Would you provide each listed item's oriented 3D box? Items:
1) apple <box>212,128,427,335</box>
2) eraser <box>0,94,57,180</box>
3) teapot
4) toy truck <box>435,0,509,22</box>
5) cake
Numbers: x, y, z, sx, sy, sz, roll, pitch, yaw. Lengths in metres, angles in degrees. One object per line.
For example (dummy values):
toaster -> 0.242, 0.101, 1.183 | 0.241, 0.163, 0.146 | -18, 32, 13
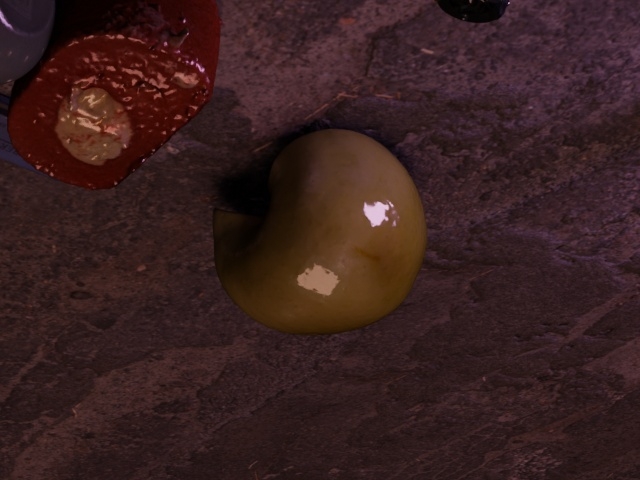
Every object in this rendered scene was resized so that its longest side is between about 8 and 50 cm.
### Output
apple -> 0.004, 0.015, 1.650 | 0.258, 0.233, 0.295 | 24, 140, -34
eraser -> -0.380, -0.134, 1.523 | 0.082, 0.036, 0.225 | -31, 141, 34
teapot -> -0.403, -0.236, 1.221 | 0.251, 0.183, 0.183 | -6, 152, 23
toy truck -> 0.095, -0.312, 1.208 | 0.165, 0.147, 0.224 | 3, 165, 46
cake -> -0.238, -0.187, 1.348 | 0.177, 0.150, 0.283 | 29, 136, -29
